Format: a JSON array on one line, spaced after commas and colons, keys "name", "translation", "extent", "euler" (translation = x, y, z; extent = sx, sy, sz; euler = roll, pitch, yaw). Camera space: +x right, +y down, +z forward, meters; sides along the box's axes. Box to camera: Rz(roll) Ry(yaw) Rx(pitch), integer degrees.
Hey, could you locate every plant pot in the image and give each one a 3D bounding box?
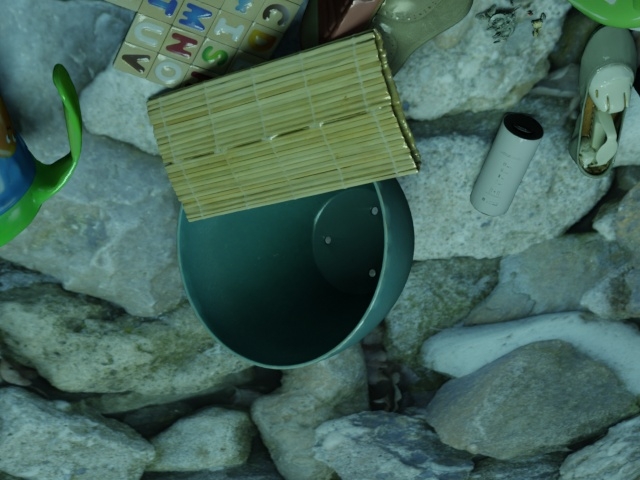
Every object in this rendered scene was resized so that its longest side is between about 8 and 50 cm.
[{"name": "plant pot", "translation": [0.000, 0.000, 1.135], "extent": [0.290, 0.290, 0.195], "euler": [-38, 160, 27]}]

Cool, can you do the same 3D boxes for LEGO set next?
[{"name": "LEGO set", "translation": [0.218, -0.245, 1.066], "extent": [0.083, 0.023, 0.054], "euler": [-9, 137, -2]}]

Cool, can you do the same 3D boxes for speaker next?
[{"name": "speaker", "translation": [0.239, -0.097, 1.208], "extent": [0.055, 0.055, 0.136], "euler": [2, 136, -13]}]

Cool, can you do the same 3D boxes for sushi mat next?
[{"name": "sushi mat", "translation": [-0.051, -0.116, 1.015], "extent": [0.316, 0.019, 0.152], "euler": [-10, 105, 33]}]

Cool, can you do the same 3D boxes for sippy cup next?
[{"name": "sippy cup", "translation": [-0.419, -0.120, 0.945], "extent": [0.305, 0.240, 0.224], "euler": [-34, 136, -34]}]

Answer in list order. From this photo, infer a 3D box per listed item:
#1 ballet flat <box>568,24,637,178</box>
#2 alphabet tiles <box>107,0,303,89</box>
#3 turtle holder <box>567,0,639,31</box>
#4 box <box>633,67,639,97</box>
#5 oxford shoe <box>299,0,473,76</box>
[{"name": "ballet flat", "translation": [0.352, -0.163, 1.149], "extent": [0.072, 0.068, 0.213], "euler": [-8, 137, -3]}, {"name": "alphabet tiles", "translation": [-0.125, -0.255, 0.999], "extent": [0.198, 0.009, 0.237], "euler": [15, 131, -26]}, {"name": "turtle holder", "translation": [0.342, -0.353, 0.855], "extent": [0.227, 0.243, 0.320], "euler": [-5, 104, -37]}, {"name": "box", "translation": [0.522, -0.235, 1.085], "extent": [0.184, 0.103, 0.261], "euler": [9, 134, -23]}, {"name": "oxford shoe", "translation": [0.118, -0.295, 0.933], "extent": [0.130, 0.123, 0.348], "euler": [16, 142, -30]}]
